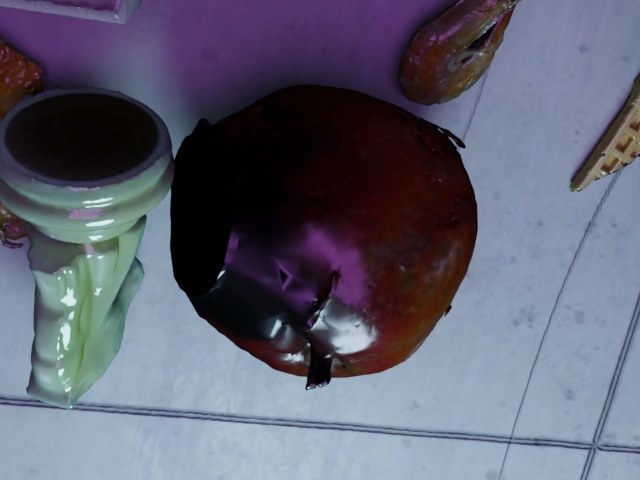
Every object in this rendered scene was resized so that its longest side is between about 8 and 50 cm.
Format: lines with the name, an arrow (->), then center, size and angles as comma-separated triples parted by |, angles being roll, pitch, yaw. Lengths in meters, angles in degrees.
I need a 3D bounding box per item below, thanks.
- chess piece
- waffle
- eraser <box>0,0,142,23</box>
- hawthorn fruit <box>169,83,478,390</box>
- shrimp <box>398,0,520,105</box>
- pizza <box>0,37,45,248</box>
chess piece -> -0.228, 0.015, 1.356 | 0.176, 0.176, 0.298 | -1, 128, -10
waffle -> 0.347, -0.098, 1.507 | 0.097, 0.023, 0.152 | 26, 106, -20
eraser -> -0.319, -0.346, 1.162 | 0.359, 0.122, 0.272 | 10, 114, 1
hawthorn fruit -> -0.002, -0.015, 1.339 | 0.316, 0.316, 0.316 | -4, 116, -9
shrimp -> 0.154, -0.213, 1.410 | 0.190, 0.042, 0.101 | -46, 135, 11
pizza -> -0.355, -0.116, 1.342 | 0.297, 0.071, 0.189 | 42, 84, -29
